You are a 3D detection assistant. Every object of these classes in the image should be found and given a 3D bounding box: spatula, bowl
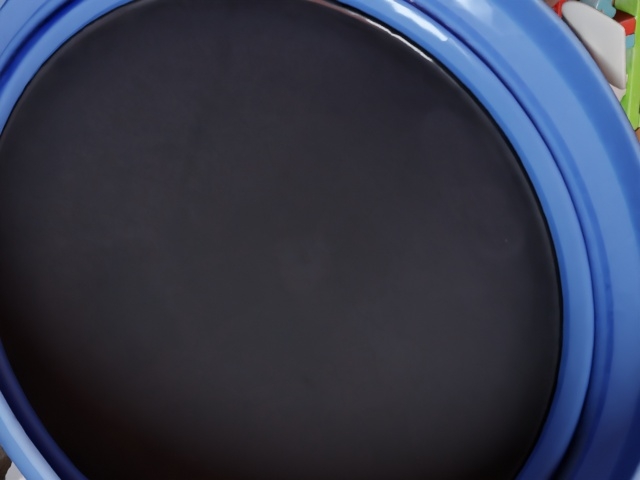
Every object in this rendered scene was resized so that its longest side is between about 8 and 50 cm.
[{"bbox_3d":[0.132,-0.133,0.815,0.019,0.168,0.242,-50,160,-4],"label":"spatula"},{"bbox_3d":[0.000,0.000,0.638,0.391,0.391,0.077,-15,168,-30],"label":"bowl"}]

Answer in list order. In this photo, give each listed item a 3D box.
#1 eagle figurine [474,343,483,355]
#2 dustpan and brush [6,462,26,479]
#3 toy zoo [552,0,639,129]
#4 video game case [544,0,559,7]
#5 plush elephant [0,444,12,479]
[{"bbox_3d":[-0.061,0.123,0.811,0.226,0.298,0.225,-60,155,-12],"label":"eagle figurine"},{"bbox_3d":[-0.276,0.150,0.844,0.211,0.060,0.147,-30,131,-20],"label":"dustpan and brush"},{"bbox_3d":[0.192,-0.153,1.038,0.293,0.030,0.192,-21,127,-26],"label":"toy zoo"},{"bbox_3d":[0.105,-0.252,0.758,0.300,0.036,0.329,10,147,-34],"label":"video game case"},{"bbox_3d":[-0.274,0.042,0.658,0.272,0.330,0.255,16,87,-60],"label":"plush elephant"}]
